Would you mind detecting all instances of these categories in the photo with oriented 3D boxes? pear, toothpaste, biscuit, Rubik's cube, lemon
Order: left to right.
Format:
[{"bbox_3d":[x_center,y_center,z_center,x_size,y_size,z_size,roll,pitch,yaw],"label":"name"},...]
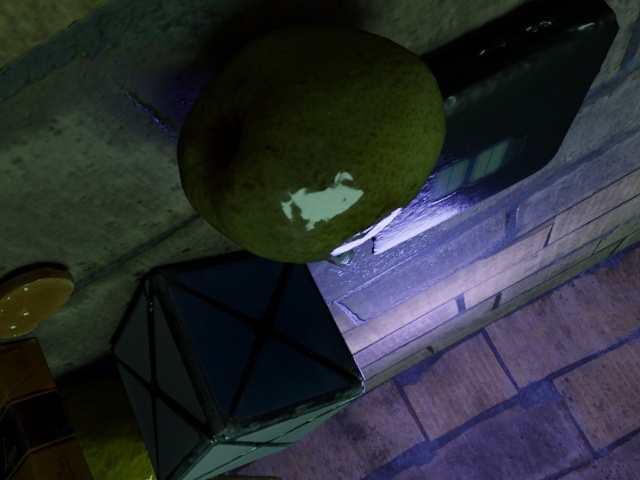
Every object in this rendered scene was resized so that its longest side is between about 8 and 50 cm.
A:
[{"bbox_3d":[-0.349,0.070,0.738,0.140,0.023,0.118,-35,159,18],"label":"biscuit"},{"bbox_3d":[-0.318,0.339,1.087,0.310,0.254,0.253,8,145,-24],"label":"lemon"},{"bbox_3d":[-0.135,0.185,0.967,0.260,0.259,0.255,-7,150,-37],"label":"Rubik's cube"},{"bbox_3d":[-0.012,-0.081,0.569,0.211,0.188,0.228,-17,158,-48],"label":"pear"},{"bbox_3d":[0.000,0.000,1.004,0.067,0.043,0.194,-31,154,15],"label":"toothpaste"}]

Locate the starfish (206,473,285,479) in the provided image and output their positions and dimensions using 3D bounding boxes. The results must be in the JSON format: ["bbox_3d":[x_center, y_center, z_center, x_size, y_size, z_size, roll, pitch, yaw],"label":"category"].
[{"bbox_3d":[-0.304,0.474,1.251,0.383,0.398,0.132,-36,174,-1],"label":"starfish"}]

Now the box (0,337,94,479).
[{"bbox_3d":[-0.383,0.269,0.861,0.070,0.237,0.152,-13,156,-47],"label":"box"}]

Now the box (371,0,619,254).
[{"bbox_3d":[0.194,-0.133,0.861,0.350,0.091,0.359,-27,160,-5],"label":"box"}]
